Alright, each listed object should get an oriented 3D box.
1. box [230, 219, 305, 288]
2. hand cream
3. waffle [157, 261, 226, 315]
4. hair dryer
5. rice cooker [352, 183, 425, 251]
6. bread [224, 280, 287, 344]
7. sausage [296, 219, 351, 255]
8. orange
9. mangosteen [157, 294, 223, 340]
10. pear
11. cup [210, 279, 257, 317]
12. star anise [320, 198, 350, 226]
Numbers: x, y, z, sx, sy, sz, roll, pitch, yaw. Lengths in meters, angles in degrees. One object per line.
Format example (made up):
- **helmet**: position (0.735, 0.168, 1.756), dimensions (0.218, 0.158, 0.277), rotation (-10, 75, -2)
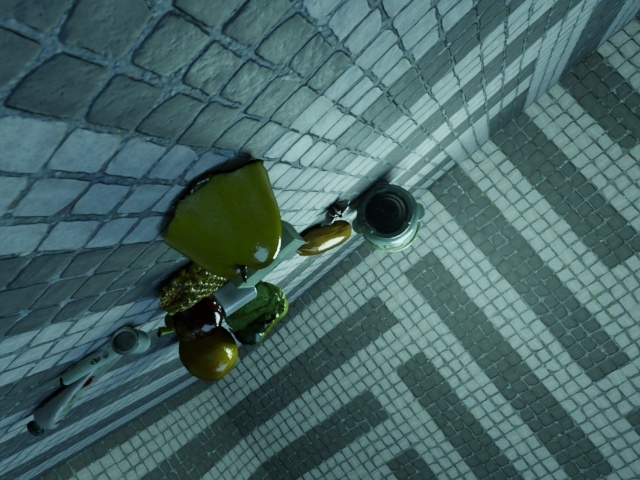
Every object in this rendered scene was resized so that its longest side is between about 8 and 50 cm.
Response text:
- **box**: position (-0.169, 0.041, 1.396), dimensions (0.225, 0.086, 0.129), rotation (-39, 169, 7)
- **hand cream**: position (-0.706, 0.431, 1.363), dimensions (0.336, 0.076, 0.121), rotation (-44, 173, -7)
- **waffle**: position (-0.331, 0.119, 1.214), dimensions (0.197, 0.070, 0.193), rotation (-34, 170, -23)
- **hair dryer**: position (-0.582, 0.321, 1.255), dimensions (0.236, 0.073, 0.131), rotation (-33, 171, -13)
- **rice cooker**: position (0.279, -0.090, 1.924), dimensions (0.317, 0.264, 0.316), rotation (-15, 170, -3)
- **bread**: position (-0.253, 0.279, 1.829), dimensions (0.251, 0.208, 0.376), rotation (-44, 172, -10)
- **sausage**: position (0.002, -0.004, 1.775), dimensions (0.328, 0.112, 0.112), rotation (-23, 162, -50)
- **orange**: position (-0.436, 0.433, 1.820), dimensions (0.236, 0.236, 0.236), rotation (-37, 170, -7)
- **mangosteen**: position (-0.369, 0.235, 1.348), dimensions (0.181, 0.146, 0.156), rotation (-52, -169, -4)
- **pear**: position (-0.159, -0.017, 0.915), dimensions (0.267, 0.178, 0.267), rotation (-40, 174, -5)
- **cup**: position (-0.300, 0.187, 1.583), dimensions (0.133, 0.099, 0.136), rotation (-34, -178, -26)
- **star anise**: position (0.050, -0.094, 1.653), dimensions (0.129, 0.056, 0.124), rotation (-38, 171, -4)
